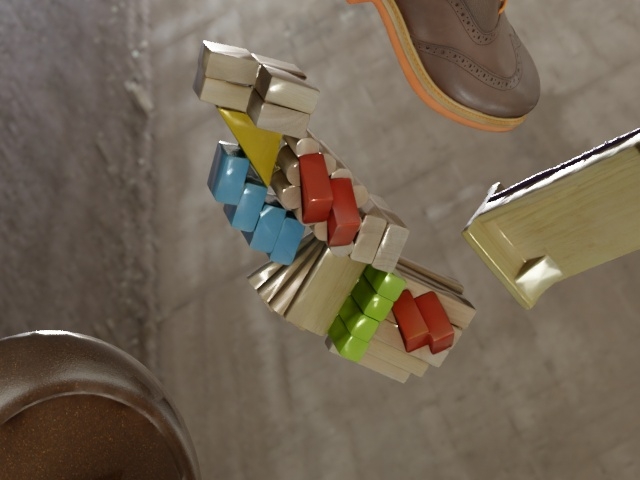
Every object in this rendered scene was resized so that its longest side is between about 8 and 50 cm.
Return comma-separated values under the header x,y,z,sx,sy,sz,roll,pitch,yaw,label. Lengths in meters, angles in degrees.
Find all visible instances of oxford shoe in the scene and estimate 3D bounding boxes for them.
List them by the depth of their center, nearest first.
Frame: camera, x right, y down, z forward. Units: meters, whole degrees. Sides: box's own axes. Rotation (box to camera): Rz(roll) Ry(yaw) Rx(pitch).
x,y,z,sx,sy,sz,roll,pitch,yaw,label
0.117,-0.207,1.179,0.363,0.132,0.130,38,41,-49,oxford shoe

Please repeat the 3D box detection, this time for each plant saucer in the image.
x,y,z,sx,sy,sz,roll,pitch,yaw,label
-0.202,0.225,1.085,0.050,0.310,0.311,1,-49,47,plant saucer

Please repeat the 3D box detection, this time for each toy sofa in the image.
x,y,z,sx,sy,sz,roll,pitch,yaw,label
0.373,-0.059,1.849,0.150,0.362,0.177,48,52,-12,toy sofa

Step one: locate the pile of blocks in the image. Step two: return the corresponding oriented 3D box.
x,y,z,sx,sy,sz,roll,pitch,yaw,label
0.000,0.000,1.182,0.362,0.149,0.112,52,2,-25,pile of blocks
